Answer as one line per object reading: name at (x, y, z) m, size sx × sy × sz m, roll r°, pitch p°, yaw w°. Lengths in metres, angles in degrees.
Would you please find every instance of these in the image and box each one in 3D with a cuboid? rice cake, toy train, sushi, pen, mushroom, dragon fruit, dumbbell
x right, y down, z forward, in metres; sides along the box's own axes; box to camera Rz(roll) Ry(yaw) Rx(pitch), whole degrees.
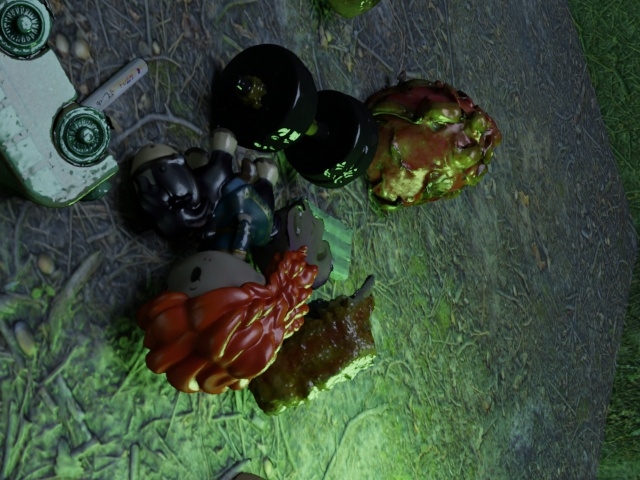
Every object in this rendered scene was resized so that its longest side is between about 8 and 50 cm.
rice cake at (0.000, 0.000, 1.869) m, size 0.211 × 0.038 × 0.124 m, roll 38°, pitch 53°, yaw -50°
toy train at (-0.371, -0.172, 1.172) m, size 0.159 × 0.129 × 0.326 m, roll -38°, pitch 121°, yaw -23°
sushi at (-0.004, 0.180, 1.625) m, size 0.139 × 0.274 × 0.184 m, roll 64°, pitch 4°, yaw -5°
pen at (-0.324, -0.193, 1.378) m, size 0.269 × 0.033 × 0.033 m, roll -56°, pitch 131°, yaw -48°
mushroom at (-0.057, 0.015, 1.683) m, size 0.188 × 0.117 × 0.141 m, roll 57°, pitch 24°, yaw -52°
dragon fruit at (0.254, -0.228, 2.116) m, size 0.296 × 0.262 × 0.314 m, roll -25°, pitch 105°, yaw -55°
dumbbell at (-0.038, -0.213, 1.709) m, size 0.388 × 0.185 × 0.185 m, roll 22°, pitch 66°, yaw -55°

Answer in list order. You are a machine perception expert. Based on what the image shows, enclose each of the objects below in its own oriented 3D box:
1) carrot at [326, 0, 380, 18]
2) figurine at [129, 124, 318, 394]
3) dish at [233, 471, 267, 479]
carrot at (0.025, -0.600, 1.953) m, size 0.138 × 0.138 × 0.302 m, roll -34°, pitch 103°, yaw -56°
figurine at (-0.154, 0.022, 1.458) m, size 0.306 × 0.241 × 0.412 m, roll 13°, pitch 62°, yaw -62°
dish at (-0.078, 0.489, 1.589) m, size 0.213 × 0.090 × 0.213 m, roll 20°, pitch 67°, yaw -57°
